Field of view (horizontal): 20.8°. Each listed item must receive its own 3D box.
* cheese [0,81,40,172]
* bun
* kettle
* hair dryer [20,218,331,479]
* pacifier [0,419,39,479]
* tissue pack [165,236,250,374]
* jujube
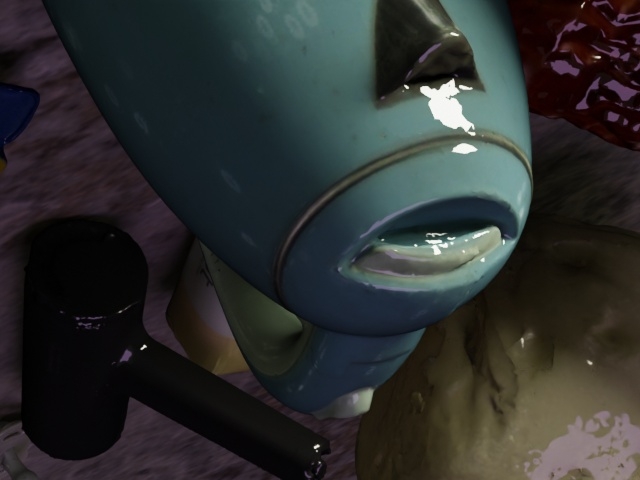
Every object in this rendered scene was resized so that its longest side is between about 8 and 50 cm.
[{"bbox_3d":[-0.269,-0.018,1.135,0.156,0.064,0.250,6,136,-39],"label":"cheese"},{"bbox_3d":[0.160,0.124,1.418,0.326,0.234,0.362,-48,-174,-23],"label":"bun"},{"bbox_3d":[-0.012,-0.072,0.987,0.247,0.342,0.319,-9,142,-23],"label":"kettle"},{"bbox_3d":[-0.109,0.115,1.282,0.089,0.251,0.197,-54,167,-41],"label":"hair dryer"},{"bbox_3d":[-0.245,0.181,1.408,0.068,0.064,0.083,-16,148,-43],"label":"pacifier"},{"bbox_3d":[0.000,0.000,1.303,0.186,0.090,0.222,-3,139,-31],"label":"tissue pack"},{"bbox_3d":[0.196,-0.143,1.195,0.230,0.155,0.155,7,134,-31],"label":"jujube"}]
